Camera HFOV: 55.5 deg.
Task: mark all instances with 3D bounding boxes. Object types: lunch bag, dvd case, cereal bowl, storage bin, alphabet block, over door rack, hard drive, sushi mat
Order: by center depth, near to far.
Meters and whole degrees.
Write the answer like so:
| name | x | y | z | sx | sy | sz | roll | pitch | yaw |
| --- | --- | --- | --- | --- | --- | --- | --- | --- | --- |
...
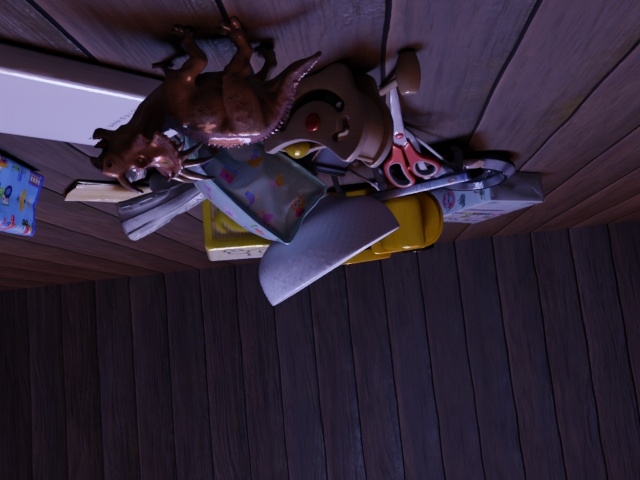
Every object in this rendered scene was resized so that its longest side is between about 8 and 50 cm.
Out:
| name | x | y | z | sx | sy | sz | roll | pitch | yaw |
| --- | --- | --- | --- | --- | --- | --- | --- | --- | --- |
| hard drive | -0.379 | -0.203 | 0.916 | 0.353 | 0.047 | 0.233 | 2 | 169 | -45 |
| lunch bag | -0.143 | -0.121 | 1.144 | 0.262 | 0.160 | 0.223 | 36 | 174 | -10 |
| storage bin | 0.018 | -0.192 | 1.164 | 0.135 | 0.098 | 0.091 | 5 | 139 | -50 |
| lunch bag | -0.738 | -0.104 | 1.184 | 0.293 | 0.138 | 0.221 | 7 | 173 | 1 |
| cereal bowl | 0.000 | 0.000 | 1.347 | 0.338 | 0.141 | 0.339 | -33 | 176 | -3 |
| over door rack | 0.158 | -0.160 | 1.377 | 0.239 | 0.108 | 0.324 | -11 | 171 | 35 |
| dvd case | 0.250 | -0.132 | 1.453 | 0.252 | 0.022 | 0.180 | -12 | -176 | 25 |
| alphabet block | -0.198 | -0.060 | 1.520 | 0.192 | 0.194 | 0.197 | -6 | 172 | -10 |
| sushi mat | -0.471 | -0.117 | 1.537 | 0.316 | 0.019 | 0.151 | 1 | 171 | -36 |

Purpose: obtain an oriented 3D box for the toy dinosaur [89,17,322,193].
| name | x | y | z | sx | sy | sz | roll | pitch | yaw |
| --- | --- | --- | --- | --- | --- | --- | --- | --- | --- |
| toy dinosaur | -0.138 | -0.166 | 0.803 | 0.295 | 0.201 | 0.127 | -6 | 172 | 1 |

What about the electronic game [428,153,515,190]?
| name | x | y | z | sx | sy | sz | roll | pitch | yaw |
| --- | --- | --- | --- | --- | --- | --- | --- | --- | --- |
| electronic game | 0.394 | -0.179 | 1.603 | 0.229 | 0.048 | 0.229 | 0 | 167 | 0 |

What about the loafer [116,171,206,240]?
| name | x | y | z | sx | sy | sz | roll | pitch | yaw |
| --- | --- | --- | --- | --- | --- | --- | --- | --- | --- |
| loafer | -0.342 | -0.109 | 1.380 | 0.319 | 0.112 | 0.112 | -28 | -172 | 22 |

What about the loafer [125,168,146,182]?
| name | x | y | z | sx | sy | sz | roll | pitch | yaw |
| --- | --- | --- | --- | --- | --- | --- | --- | --- | --- |
| loafer | -0.394 | -0.151 | 1.309 | 0.039 | 0.045 | 0.125 | -20 | -174 | -28 |

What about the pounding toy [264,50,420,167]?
| name | x | y | z | sx | sy | sz | roll | pitch | yaw |
| --- | --- | --- | --- | --- | --- | --- | --- | --- | --- |
| pounding toy | 0.052 | -0.183 | 0.975 | 0.269 | 0.154 | 0.154 | -12 | 169 | 41 |

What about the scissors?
| name | x | y | z | sx | sy | sz | roll | pitch | yaw |
| --- | --- | --- | --- | --- | --- | --- | --- | --- | --- |
| scissors | 0.141 | -0.184 | 1.142 | 0.108 | 0.021 | 0.297 | -14 | 150 | 23 |

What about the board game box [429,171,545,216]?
| name | x | y | z | sx | sy | sz | roll | pitch | yaw |
| --- | --- | --- | --- | --- | --- | --- | --- | --- | --- |
| board game box | 0.491 | -0.128 | 1.871 | 0.223 | 0.098 | 0.303 | 0 | 169 | -30 |

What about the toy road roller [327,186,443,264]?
| name | x | y | z | sx | sy | sz | roll | pitch | yaw |
| --- | --- | --- | --- | --- | --- | --- | --- | --- | --- |
| toy road roller | 0.171 | -0.048 | 1.675 | 0.329 | 0.203 | 0.240 | -9 | -176 | 3 |
